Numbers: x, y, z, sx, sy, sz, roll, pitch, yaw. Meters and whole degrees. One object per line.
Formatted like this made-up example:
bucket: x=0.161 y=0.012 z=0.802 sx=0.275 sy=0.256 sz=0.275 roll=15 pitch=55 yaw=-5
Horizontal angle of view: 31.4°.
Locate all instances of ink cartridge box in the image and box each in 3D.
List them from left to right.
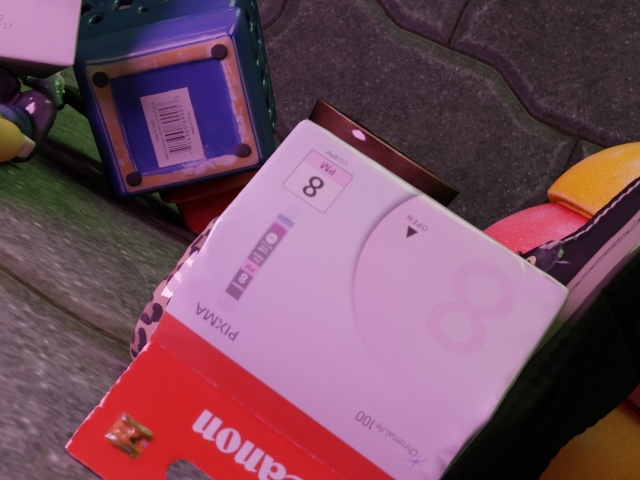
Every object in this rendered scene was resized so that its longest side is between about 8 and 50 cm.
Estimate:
ink cartridge box: x=-0.001 y=0.070 z=0.637 sx=0.189 sy=0.232 sz=0.066 roll=34 pitch=-23 yaw=11

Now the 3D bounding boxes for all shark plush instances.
shark plush: x=-0.429 y=-0.239 z=1.742 sx=0.067 sy=0.073 sz=0.161 roll=2 pitch=48 yaw=-39

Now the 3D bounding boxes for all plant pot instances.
plant pot: x=-0.175 y=-0.188 z=1.372 sx=0.212 sy=0.235 sz=0.236 roll=-104 pitch=-178 yaw=-59
plant pot: x=0.025 y=-0.027 z=1.454 sx=0.215 sy=0.230 sz=0.215 roll=33 pitch=8 yaw=-5

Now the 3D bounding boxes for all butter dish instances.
butter dish: x=-0.123 y=-0.053 z=1.464 sx=0.160 sy=0.159 sz=0.118 roll=-122 pitch=-162 yaw=-65

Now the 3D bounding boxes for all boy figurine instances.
boy figurine: x=-0.356 y=-0.136 z=1.068 sx=0.177 sy=0.092 sz=0.285 roll=34 pitch=3 yaw=8

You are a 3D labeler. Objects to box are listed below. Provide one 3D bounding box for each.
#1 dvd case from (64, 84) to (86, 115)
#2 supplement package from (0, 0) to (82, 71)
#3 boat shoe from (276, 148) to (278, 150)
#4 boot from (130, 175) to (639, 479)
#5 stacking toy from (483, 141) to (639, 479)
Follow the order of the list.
dvd case: x=-0.297 y=-0.170 z=1.857 sx=0.253 sy=0.022 sz=0.180 roll=36 pitch=8 yaw=16
supplement package: x=-0.365 y=-0.282 z=1.255 sx=0.177 sy=0.175 sz=0.293 roll=6 pitch=3 yaw=-20
boat shoe: x=-0.068 y=-0.083 z=1.817 sx=0.324 sy=0.120 sz=0.122 roll=41 pitch=6 yaw=28
boot: x=0.070 y=0.041 z=0.803 sx=0.284 sy=0.377 sz=0.138 roll=31 pitch=-22 yaw=38
stacking toy: x=0.268 y=0.040 z=0.971 sx=0.350 sy=0.480 sz=0.350 roll=39 pitch=0 yaw=0
